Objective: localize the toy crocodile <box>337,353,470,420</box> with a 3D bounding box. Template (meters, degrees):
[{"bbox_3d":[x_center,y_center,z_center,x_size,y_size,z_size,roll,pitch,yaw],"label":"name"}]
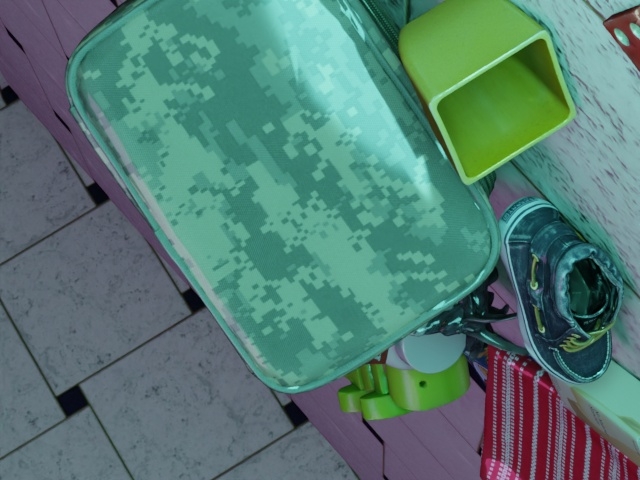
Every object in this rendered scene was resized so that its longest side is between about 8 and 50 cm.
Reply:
[{"bbox_3d":[0.074,0.129,2.064,0.340,0.105,0.115,179,80,-80],"label":"toy crocodile"}]

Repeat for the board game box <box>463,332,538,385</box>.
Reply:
[{"bbox_3d":[0.223,0.184,1.743,0.201,0.035,0.136,55,169,-26],"label":"board game box"}]

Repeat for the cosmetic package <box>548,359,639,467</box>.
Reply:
[{"bbox_3d":[0.233,0.131,1.466,0.115,0.041,0.060,40,166,48],"label":"cosmetic package"}]

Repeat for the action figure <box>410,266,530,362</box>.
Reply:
[{"bbox_3d":[0.057,0.022,1.580,0.276,0.141,0.164,45,158,39],"label":"action figure"}]

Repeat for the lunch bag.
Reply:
[{"bbox_3d":[-0.022,-0.079,1.331,0.305,0.213,0.256,55,-173,-9],"label":"lunch bag"}]

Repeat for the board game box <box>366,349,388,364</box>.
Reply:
[{"bbox_3d":[0.000,0.000,1.827,0.281,0.027,0.145,37,119,55],"label":"board game box"}]

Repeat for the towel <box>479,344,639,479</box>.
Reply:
[{"bbox_3d":[0.240,0.221,1.610,0.275,0.031,0.199,38,149,30],"label":"towel"}]

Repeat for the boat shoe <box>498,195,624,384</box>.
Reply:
[{"bbox_3d":[0.181,0.055,1.328,0.083,0.065,0.183,46,169,49],"label":"boat shoe"}]

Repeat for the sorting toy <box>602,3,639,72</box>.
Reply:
[{"bbox_3d":[0.223,-0.012,0.934,0.274,0.046,0.132,52,170,-9],"label":"sorting toy"}]

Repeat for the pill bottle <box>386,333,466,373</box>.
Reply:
[{"bbox_3d":[0.074,0.071,1.821,0.094,0.094,0.169,55,170,-26],"label":"pill bottle"}]

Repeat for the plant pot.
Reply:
[{"bbox_3d":[0.091,-0.102,1.118,0.083,0.081,0.081,56,177,40],"label":"plant pot"}]
